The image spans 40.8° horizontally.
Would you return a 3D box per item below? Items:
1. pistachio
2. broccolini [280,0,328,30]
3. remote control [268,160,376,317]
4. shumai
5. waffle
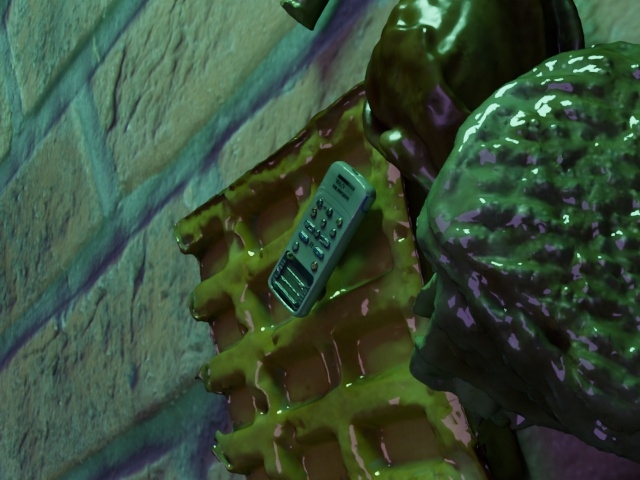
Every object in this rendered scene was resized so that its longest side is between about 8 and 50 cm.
[{"bbox_3d":[0.099,-0.125,0.600,0.165,0.130,0.210,-5,65,26],"label":"pistachio"},{"bbox_3d":[0.070,-0.334,0.680,0.392,0.074,0.079,-55,44,28],"label":"broccolini"},{"bbox_3d":[0.000,0.000,0.676,0.053,0.018,0.124,47,115,38],"label":"remote control"},{"bbox_3d":[0.189,0.028,0.500,0.261,0.222,0.225,16,71,17],"label":"shumai"},{"bbox_3d":[0.007,0.080,0.726,0.304,0.077,0.348,-29,66,41],"label":"waffle"}]
